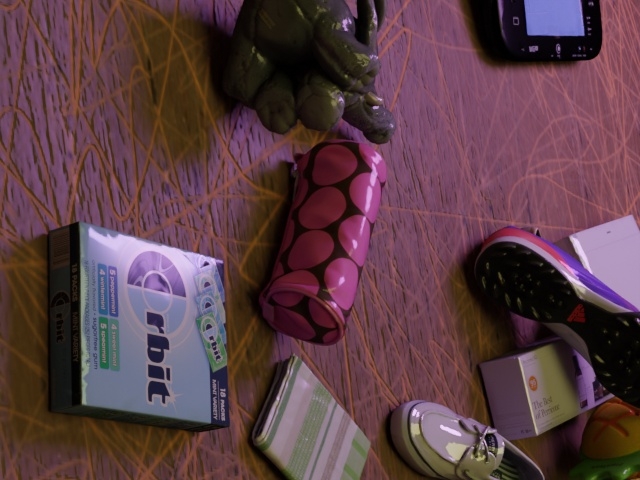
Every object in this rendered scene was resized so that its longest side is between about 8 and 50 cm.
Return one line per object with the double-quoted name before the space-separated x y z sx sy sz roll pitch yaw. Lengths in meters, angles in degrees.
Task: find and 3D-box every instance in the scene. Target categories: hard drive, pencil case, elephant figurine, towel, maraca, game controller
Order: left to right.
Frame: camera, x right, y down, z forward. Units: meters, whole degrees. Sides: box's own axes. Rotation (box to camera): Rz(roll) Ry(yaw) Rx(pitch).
"towel" -0.009 0.200 1.521 0.152 0.023 0.113 53 43 -32
"pencil case" 0.000 0.000 1.546 0.095 0.098 0.209 105 0 -54
"elephant figurine" 0.004 -0.197 1.598 0.169 0.186 0.239 32 22 13
"game controller" 0.305 -0.327 2.109 0.319 0.067 0.166 -11 86 -54
"maraca" 0.374 0.250 1.898 0.186 0.127 0.099 -39 107 -54
"hard drive" 0.432 0.124 2.092 0.203 0.040 0.307 -15 80 -53

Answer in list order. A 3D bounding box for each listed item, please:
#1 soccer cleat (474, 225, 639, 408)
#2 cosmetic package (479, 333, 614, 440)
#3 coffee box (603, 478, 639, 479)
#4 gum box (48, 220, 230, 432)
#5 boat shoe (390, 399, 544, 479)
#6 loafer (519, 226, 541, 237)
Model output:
"soccer cleat" 0.331 0.089 1.865 0.318 0.108 0.116 35 25 0
"cosmetic package" 0.284 0.171 1.898 0.239 0.060 0.099 -13 88 -55
"coffee box" 0.424 0.275 2.059 0.113 0.040 0.184 60 37 -8
"gum box" -0.155 0.079 1.341 0.184 0.041 0.157 16 65 -50
"boat shoe" 0.167 0.227 1.701 0.226 0.076 0.083 30 54 -45
"loafer" 0.278 0.040 1.956 0.045 0.039 0.125 -46 115 -52
